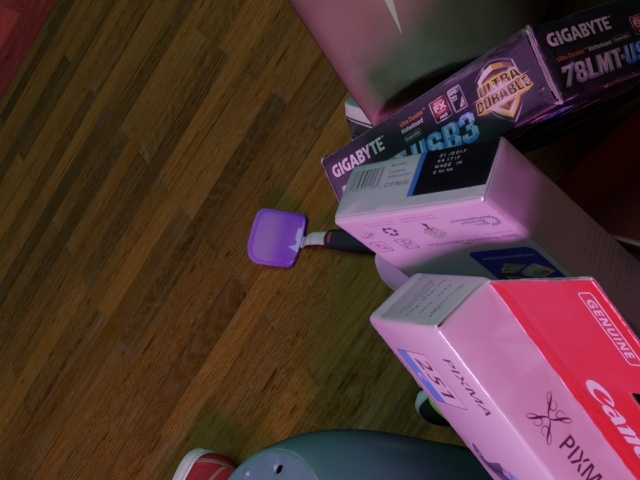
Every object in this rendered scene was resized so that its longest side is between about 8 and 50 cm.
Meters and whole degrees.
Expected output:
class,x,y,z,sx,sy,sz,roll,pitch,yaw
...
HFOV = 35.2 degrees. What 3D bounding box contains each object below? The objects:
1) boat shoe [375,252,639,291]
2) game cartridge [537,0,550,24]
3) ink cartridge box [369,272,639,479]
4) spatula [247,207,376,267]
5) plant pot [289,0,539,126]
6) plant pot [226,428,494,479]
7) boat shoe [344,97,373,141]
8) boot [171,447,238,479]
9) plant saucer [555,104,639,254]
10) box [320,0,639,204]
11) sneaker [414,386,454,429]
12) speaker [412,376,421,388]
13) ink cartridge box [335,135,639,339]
class,x,y,z,sx,sy,sz,roll,pitch,yaw
boat shoe,0.204,0.014,1.034,0.306,0.113,0.105,-2,34,45
game cartridge,0.188,-0.298,1.259,0.196,0.060,0.294,15,80,46
ink cartridge box,0.190,0.155,0.762,0.066,0.296,0.261,-42,11,-16
spatula,0.000,0.000,1.360,0.296,0.030,0.084,3,73,51
plant pot,0.104,-0.278,1.103,0.323,0.323,0.280,-29,69,38
plant pot,0.027,0.313,0.967,0.293,0.235,0.293,-29,48,38
boat shoe,0.101,-0.132,1.285,0.219,0.078,0.070,-143,44,-60
boot,-0.149,0.397,1.265,0.176,0.088,0.244,12,75,52
plant saucer,0.355,-0.060,0.864,0.258,0.048,0.259,-41,31,-19
box,0.193,-0.128,0.910,0.295,0.293,0.073,-30,82,55
sneaker,0.179,0.185,0.983,0.234,0.084,0.097,-11,62,48
speaker,0.162,0.124,1.065,0.136,0.055,0.055,-23,52,42
ink cartridge box,0.183,0.035,0.870,0.165,0.332,0.065,-8,53,47
